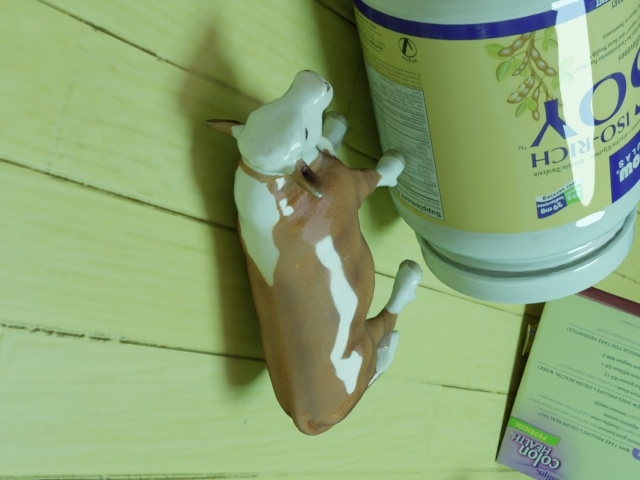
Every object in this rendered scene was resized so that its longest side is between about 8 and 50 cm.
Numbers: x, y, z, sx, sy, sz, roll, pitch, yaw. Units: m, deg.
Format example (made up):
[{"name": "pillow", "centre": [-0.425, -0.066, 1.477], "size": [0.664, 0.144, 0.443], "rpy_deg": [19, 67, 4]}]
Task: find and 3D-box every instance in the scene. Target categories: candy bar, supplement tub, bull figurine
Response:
[{"name": "candy bar", "centre": [0.297, 0.119, 1.600], "size": [0.161, 0.018, 0.040], "rpy_deg": [-6, 106, -57]}, {"name": "supplement tub", "centre": [0.163, -0.134, 1.065], "size": [0.241, 0.241, 0.331], "rpy_deg": [-50, 140, -38]}, {"name": "bull figurine", "centre": [0.000, 0.000, 0.981], "size": [0.188, 0.101, 0.310], "rpy_deg": [-37, 131, -50]}]

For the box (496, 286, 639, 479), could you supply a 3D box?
[{"name": "box", "centre": [0.367, 0.200, 1.528], "size": [0.117, 0.214, 0.243], "rpy_deg": [1, 107, -59]}]
